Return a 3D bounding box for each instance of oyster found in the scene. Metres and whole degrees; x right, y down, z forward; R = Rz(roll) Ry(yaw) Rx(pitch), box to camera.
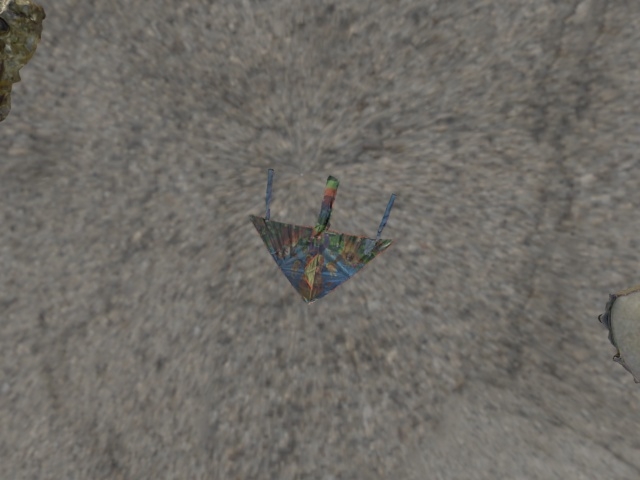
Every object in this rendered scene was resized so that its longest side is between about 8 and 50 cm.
[{"bbox_3d":[-0.310,-0.153,1.021,0.056,0.105,0.177,24,54,22],"label":"oyster"}]

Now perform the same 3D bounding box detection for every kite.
[{"bbox_3d":[0.000,0.000,1.369,0.183,0.010,0.160,11,92,-8],"label":"kite"}]

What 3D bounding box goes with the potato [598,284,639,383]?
[{"bbox_3d":[0.383,0.076,0.988,0.243,0.098,0.138,-17,89,26],"label":"potato"}]
